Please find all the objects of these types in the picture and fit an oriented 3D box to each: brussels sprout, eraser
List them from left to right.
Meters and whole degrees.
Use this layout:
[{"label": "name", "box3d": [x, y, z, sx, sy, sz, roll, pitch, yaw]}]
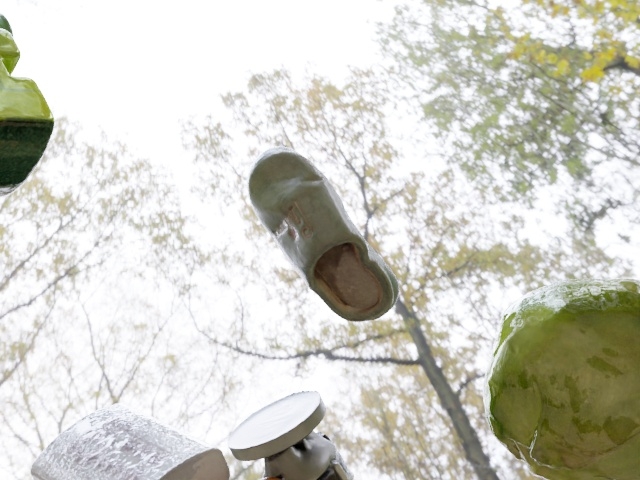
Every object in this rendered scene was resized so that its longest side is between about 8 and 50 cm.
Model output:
[{"label": "eraser", "box3d": [-0.274, 0.327, 1.030, 0.174, 0.270, 0.094, -35, -63, -35]}, {"label": "brussels sprout", "box3d": [0.256, 0.135, 0.691, 0.223, 0.161, 0.223, 0, -68, -1]}]

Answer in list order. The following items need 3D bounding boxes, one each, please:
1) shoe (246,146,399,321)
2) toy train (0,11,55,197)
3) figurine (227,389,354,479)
[{"label": "shoe", "box3d": [0.000, 0.000, 0.872, 0.103, 0.100, 0.251, -39, -84, 12]}, {"label": "toy train", "box3d": [-0.440, -0.135, 0.592, 0.179, 0.272, 0.442, -41, -19, 34]}, {"label": "figurine", "box3d": [-0.006, 0.306, 0.818, 0.133, 0.176, 0.236, -21, -80, 30]}]
